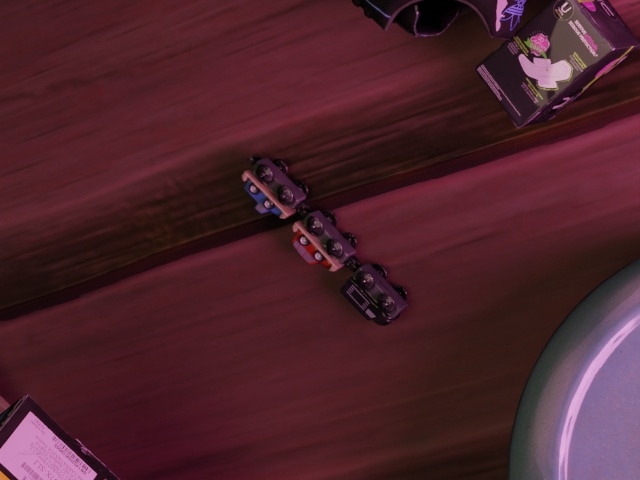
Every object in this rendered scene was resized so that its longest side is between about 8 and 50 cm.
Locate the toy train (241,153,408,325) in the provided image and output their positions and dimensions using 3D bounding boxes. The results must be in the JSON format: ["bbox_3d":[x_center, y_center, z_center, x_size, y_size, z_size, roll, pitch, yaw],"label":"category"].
[{"bbox_3d":[0.000,0.000,1.313,0.158,0.027,0.036,47,126,13],"label":"toy train"}]

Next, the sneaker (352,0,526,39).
[{"bbox_3d":[0.037,-0.182,1.214,0.232,0.081,0.090,10,94,40],"label":"sneaker"}]

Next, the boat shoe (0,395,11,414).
[{"bbox_3d":[-0.346,0.144,1.427,0.302,0.113,0.103,35,134,-14],"label":"boat shoe"}]

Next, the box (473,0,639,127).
[{"bbox_3d":[0.154,-0.119,1.193,0.083,0.062,0.052,-40,80,27],"label":"box"}]

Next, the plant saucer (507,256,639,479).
[{"bbox_3d":[0.269,0.143,1.121,0.318,0.044,0.317,-3,78,13],"label":"plant saucer"}]

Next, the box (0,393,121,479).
[{"bbox_3d":[-0.216,0.279,1.349,0.257,0.079,0.322,44,133,-11],"label":"box"}]
